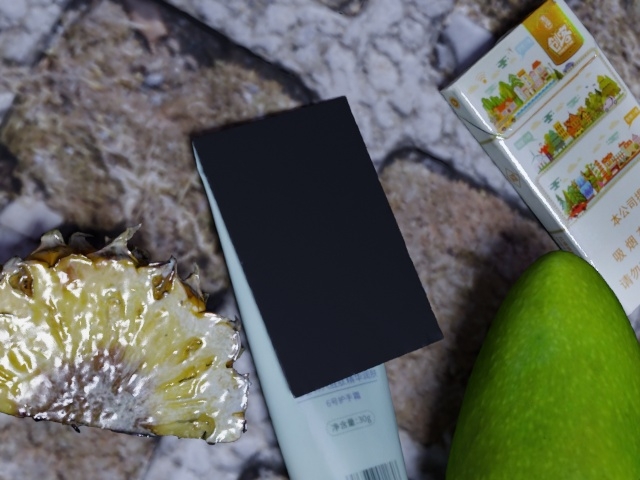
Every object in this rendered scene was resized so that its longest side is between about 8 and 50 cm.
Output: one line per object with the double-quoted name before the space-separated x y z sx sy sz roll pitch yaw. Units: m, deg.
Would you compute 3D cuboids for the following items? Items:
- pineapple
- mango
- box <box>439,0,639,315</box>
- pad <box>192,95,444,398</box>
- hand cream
"pineapple" -0.148 0.051 0.809 0.233 0.079 0.135 10 91 -24
"mango" 0.160 0.178 0.847 0.156 0.192 0.343 -3 83 21
"box" 0.201 -0.065 0.957 0.122 0.032 0.220 -42 99 -17
"pad" 0.000 0.000 0.870 0.127 0.004 0.190 -18 82 -29
"hand cream" 0.001 0.077 0.867 0.109 0.067 0.321 -12 86 -27
